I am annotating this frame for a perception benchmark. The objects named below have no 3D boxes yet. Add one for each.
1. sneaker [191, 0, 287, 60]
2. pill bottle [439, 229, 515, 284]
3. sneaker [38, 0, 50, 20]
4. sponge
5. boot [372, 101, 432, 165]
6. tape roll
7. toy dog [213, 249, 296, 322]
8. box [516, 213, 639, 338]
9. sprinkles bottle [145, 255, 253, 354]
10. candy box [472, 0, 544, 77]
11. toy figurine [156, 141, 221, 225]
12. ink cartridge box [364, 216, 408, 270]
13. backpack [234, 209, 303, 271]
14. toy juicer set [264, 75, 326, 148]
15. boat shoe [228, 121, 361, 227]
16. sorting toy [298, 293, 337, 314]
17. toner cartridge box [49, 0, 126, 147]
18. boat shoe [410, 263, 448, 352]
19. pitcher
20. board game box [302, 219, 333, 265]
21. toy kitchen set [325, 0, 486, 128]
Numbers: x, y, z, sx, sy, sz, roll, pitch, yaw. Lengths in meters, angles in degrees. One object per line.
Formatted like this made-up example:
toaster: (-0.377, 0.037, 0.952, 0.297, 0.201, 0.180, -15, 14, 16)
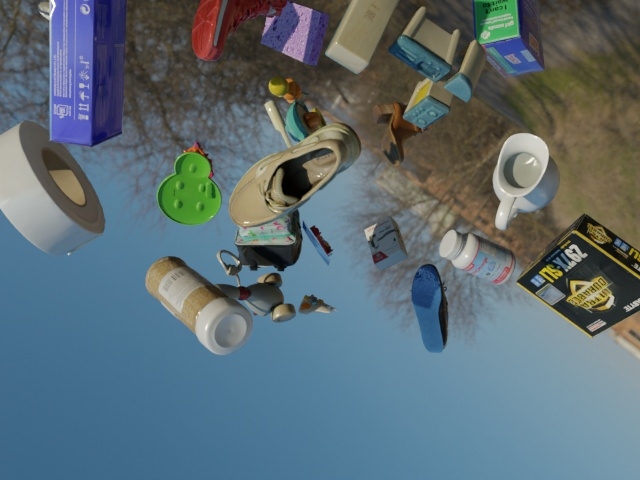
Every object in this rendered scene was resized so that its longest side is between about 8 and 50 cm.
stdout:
sneaker: (-0.108, -0.349, 0.994, 0.128, 0.221, 0.087, 21, 160, -32)
pill bottle: (0.354, 0.035, 1.503, 0.160, 0.087, 0.087, 22, -164, -16)
sneaker: (-0.530, -0.497, 1.400, 0.135, 0.058, 0.052, 4, -120, -1)
sponge: (-0.063, -0.492, 1.546, 0.031, 0.117, 0.210, 0, -154, -39)
boot: (0.241, -0.300, 1.824, 0.152, 0.073, 0.197, -6, -111, -21)
tape roll: (-0.587, -0.110, 1.423, 0.286, 0.100, 0.286, 59, -178, -3)
toy dog: (-0.240, 0.191, 2.097, 0.333, 0.161, 0.220, 27, -141, -33)
box: (0.683, 0.099, 1.687, 0.257, 0.079, 0.322, 39, 154, 8)
sprinkles bottle: (-0.294, 0.144, 1.567, 0.121, 0.121, 0.355, 24, -178, -40)
candy box: (0.480, -0.613, 1.702, 0.122, 0.317, 0.268, -7, 171, 29)
toy figurine: (-0.268, -0.147, 1.389, 0.130, 0.173, 0.159, 5, -144, -10)
ink cartridge box: (0.201, 0.009, 2.035, 0.056, 0.099, 0.135, 41, -153, -47)
backpack: (-0.172, -0.037, 2.235, 0.225, 0.191, 0.253, -1, -150, 6)
toy juicer set: (-0.060, -0.339, 1.748, 0.209, 0.089, 0.329, 59, -161, -20)
boat shoe: (-0.065, -0.099, 1.158, 0.109, 0.302, 0.098, 55, -146, -10)
sorting toy: (-0.001, 0.161, 1.601, 0.075, 0.045, 0.083, 14, -176, 20)
toner cartridge box: (-0.388, -0.345, 1.117, 0.075, 0.348, 0.165, 7, -163, -1)
boat shoe: (0.314, 0.189, 1.897, 0.109, 0.258, 0.089, 4, -166, 28)
pitcher: (0.381, -0.098, 1.268, 0.125, 0.178, 0.207, 23, -176, 21)
board game box: (0.000, 0.000, 1.815, 0.133, 0.033, 0.169, 56, 173, 7)
toy kitchen set: (0.102, -0.235, 0.933, 0.207, 0.122, 0.166, 29, 162, -13)
